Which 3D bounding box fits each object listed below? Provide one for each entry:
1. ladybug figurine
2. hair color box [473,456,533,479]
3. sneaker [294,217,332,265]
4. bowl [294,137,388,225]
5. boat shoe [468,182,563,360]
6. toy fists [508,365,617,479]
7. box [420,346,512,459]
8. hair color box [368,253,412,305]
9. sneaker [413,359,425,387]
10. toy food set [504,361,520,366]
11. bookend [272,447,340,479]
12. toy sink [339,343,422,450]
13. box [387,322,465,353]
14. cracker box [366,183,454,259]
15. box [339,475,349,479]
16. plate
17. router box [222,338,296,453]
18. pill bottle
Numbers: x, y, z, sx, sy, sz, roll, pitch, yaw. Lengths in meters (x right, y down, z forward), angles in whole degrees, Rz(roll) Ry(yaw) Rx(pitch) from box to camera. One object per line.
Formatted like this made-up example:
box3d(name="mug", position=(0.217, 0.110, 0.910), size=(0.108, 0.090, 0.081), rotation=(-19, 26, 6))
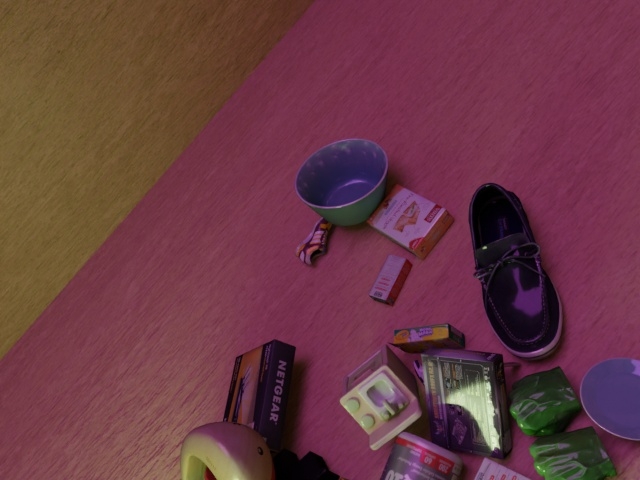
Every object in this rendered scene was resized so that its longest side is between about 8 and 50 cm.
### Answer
box3d(name="ladybug figurine", position=(-0.234, 0.632, 1.616), size=(0.161, 0.450, 0.305), rotation=(-25, 56, -39))
box3d(name="hair color box", position=(0.407, 0.542, 1.305), size=(0.167, 0.053, 0.093), rotation=(18, 63, 37))
box3d(name="sneaker", position=(0.000, 0.000, 2.073), size=(0.084, 0.069, 0.186), rotation=(36, 87, 32))
box3d(name="bowl", position=(0.088, -0.169, 2.010), size=(0.311, 0.163, 0.312), rotation=(-12, 48, 14))
box3d(name="boat shoe", position=(0.471, 0.061, 1.555), size=(0.186, 0.156, 0.501), rotation=(-21, 50, 25))
box3d(name="toy fists", position=(0.500, 0.408, 1.320), size=(0.142, 0.096, 0.279), rotation=(-23, 45, 9))
box3d(name="box", position=(0.334, 0.369, 1.420), size=(0.183, 0.056, 0.231), rotation=(-2, 99, 41))
box3d(name="hair color box", position=(0.206, 0.116, 1.820), size=(0.072, 0.043, 0.141), rotation=(15, 70, 45))
box3d(name="sneaker", position=(0.276, 0.351, 1.599), size=(0.043, 0.040, 0.109), rotation=(-29, 47, -2))
box3d(name="toy food set", position=(0.354, 0.317, 1.500), size=(0.217, 0.128, 0.071), rotation=(4, 87, 38))
box3d(name="bookend", position=(-0.055, 0.614, 1.655), size=(0.156, 0.072, 0.157), rotation=(-44, 41, 4))
box3d(name="toy sink", position=(0.144, 0.378, 1.532), size=(0.152, 0.131, 0.234), rotation=(-41, 5, 10))
box3d(name="box", position=(0.272, 0.258, 1.612), size=(0.179, 0.105, 0.043), rotation=(-15, 58, 32))
box3d(name="cracker box", position=(0.269, -0.061, 1.878), size=(0.156, 0.067, 0.232), rotation=(-52, 42, -2))
box3d(name="box", position=(0.068, 0.616, 1.452), size=(0.058, 0.232, 0.087), rotation=(25, 76, 3))
box3d(name="plate", position=(0.637, 0.328, 1.279), size=(0.188, 0.024, 0.188), rotation=(-9, 47, 9))
box3d(name="router box", position=(-0.189, 0.470, 1.815), size=(0.243, 0.081, 0.309), rotation=(-32, 41, 47))
box3d(name="pill bottle", position=(0.198, 0.593, 1.388), size=(0.161, 0.161, 0.283), rotation=(9, 67, 44))
